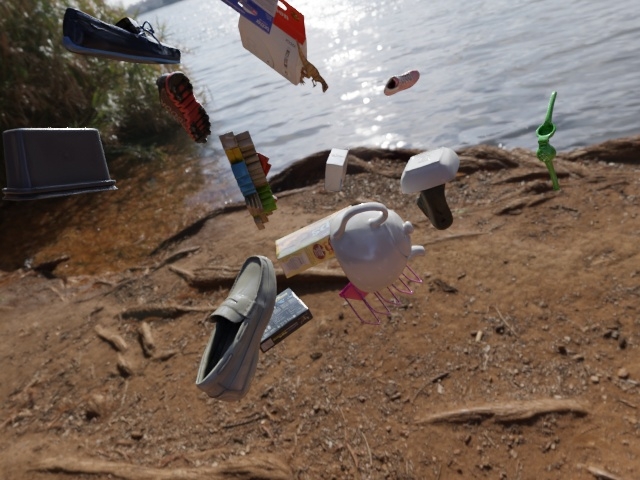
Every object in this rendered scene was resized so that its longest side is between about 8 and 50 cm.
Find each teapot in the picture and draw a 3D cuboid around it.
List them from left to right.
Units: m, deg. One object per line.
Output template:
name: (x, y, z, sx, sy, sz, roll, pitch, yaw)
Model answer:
teapot: (0.153, 0.000, 1.140, 0.187, 0.253, 0.256, -27, 10, 23)

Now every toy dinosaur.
toy dinosaur: (-0.044, -0.659, 1.667, 0.112, 0.211, 0.064, -21, 25, 48)

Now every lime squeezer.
lime squeezer: (0.713, -0.308, 1.343, 0.109, 0.311, 0.059, -7, 5, -24)

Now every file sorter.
file sorter: (0.273, 0.213, 1.921, 0.291, 0.202, 0.182, -48, 58, 15)

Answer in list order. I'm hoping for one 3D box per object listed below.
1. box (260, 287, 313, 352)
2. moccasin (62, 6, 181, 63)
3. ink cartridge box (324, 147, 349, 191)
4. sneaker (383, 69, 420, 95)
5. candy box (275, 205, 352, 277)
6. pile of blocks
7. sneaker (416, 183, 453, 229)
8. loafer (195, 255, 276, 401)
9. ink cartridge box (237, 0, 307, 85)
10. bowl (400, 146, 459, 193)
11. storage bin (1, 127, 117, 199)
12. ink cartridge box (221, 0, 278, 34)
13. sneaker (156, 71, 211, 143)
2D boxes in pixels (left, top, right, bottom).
box: (-0.169, 0.304, 1.682, 0.232, 0.059, 0.183, -34, 34, -15)
moccasin: (-0.530, -0.563, 1.212, 0.137, 0.117, 0.342, 10, 16, 29)
ink cartridge box: (0.060, -0.265, 1.587, 0.061, 0.104, 0.181, 10, 34, 6)
sneaker: (0.275, -0.536, 1.464, 0.134, 0.051, 0.070, -27, -2, 9)
candy box: (0.000, 0.000, 1.543, 0.316, 0.088, 0.183, -24, 23, 2)
pile of blocks: (-0.188, -0.177, 1.309, 0.112, 0.362, 0.149, -20, 51, -3)
sneaker: (0.333, -0.151, 1.334, 0.087, 0.228, 0.130, -26, 27, -1)
loafer: (-0.172, 0.164, 0.906, 0.112, 0.111, 0.320, -17, 50, 34)
ink cartridge box: (-0.195, -0.820, 1.717, 0.091, 0.308, 0.385, -51, -6, -7)
bowl: (0.268, -0.182, 1.090, 0.142, 0.053, 0.142, -15, 26, 33)
storage bin: (-0.373, -0.110, 0.614, 0.098, 0.091, 0.135, 5, 14, 35)
ink cartridge box: (-0.181, -0.745, 1.172, 0.065, 0.311, 0.185, 10, -3, 42)
sneaker: (-0.473, -0.456, 1.496, 0.135, 0.276, 0.098, 21, 61, 28)
